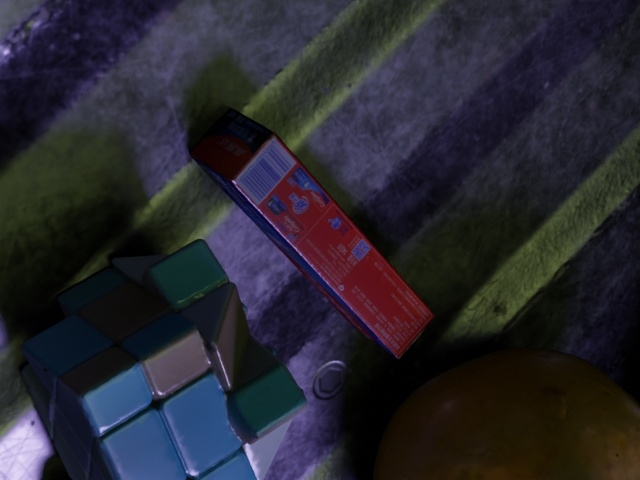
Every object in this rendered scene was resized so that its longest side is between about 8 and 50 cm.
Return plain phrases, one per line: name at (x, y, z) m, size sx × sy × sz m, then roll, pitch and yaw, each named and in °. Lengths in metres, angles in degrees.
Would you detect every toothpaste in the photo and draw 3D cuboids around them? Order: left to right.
toothpaste at (-0.001, -0.001, 1.484) m, size 0.066 × 0.076 × 0.320 m, roll -48°, pitch 131°, yaw -7°

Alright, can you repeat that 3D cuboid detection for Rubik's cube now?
Rubik's cube at (-0.127, 0.138, 1.365) m, size 0.213 × 0.224 × 0.265 m, roll -31°, pitch 121°, yaw -23°

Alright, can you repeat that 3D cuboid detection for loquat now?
loquat at (0.221, 0.276, 1.615) m, size 0.328 × 0.359 × 0.328 m, roll -3°, pitch 98°, yaw -17°
